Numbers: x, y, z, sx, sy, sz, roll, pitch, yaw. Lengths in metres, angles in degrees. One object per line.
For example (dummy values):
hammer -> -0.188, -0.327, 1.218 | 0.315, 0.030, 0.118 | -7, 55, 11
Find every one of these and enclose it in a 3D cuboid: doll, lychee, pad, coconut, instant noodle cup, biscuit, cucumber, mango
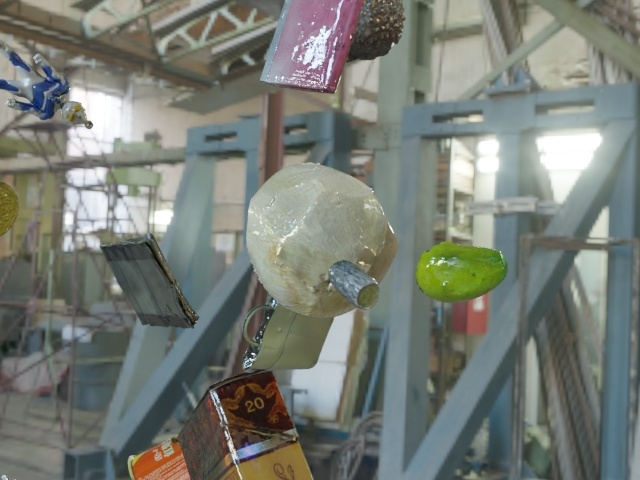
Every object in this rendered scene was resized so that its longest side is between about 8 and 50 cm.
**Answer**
doll -> -0.514, -0.276, 1.579 | 0.227, 0.114, 0.057 | 31, -8, -31
lychee -> 0.090, -0.632, 2.366 | 0.300, 0.300, 0.300 | 2, -3, 0
pad -> -0.299, 0.073, 1.462 | 0.022, 0.174, 0.233 | -34, 16, -31
coconut -> 0.000, 0.000, 1.981 | 0.346, 0.346, 0.360 | 4, 14, -30
instant noodle cup -> -0.267, 0.487, 1.764 | 0.174, 0.213, 0.213 | -33, -1, -3
biscuit -> -0.439, -0.041, 1.130 | 0.023, 0.084, 0.084 | 24, 11, 38
cucumber -> 0.057, 0.078, 1.542 | 0.064, 0.064, 0.112 | 4, 20, -34
mango -> 0.273, 0.064, 1.653 | 0.178, 0.100, 0.119 | -7, -47, 7

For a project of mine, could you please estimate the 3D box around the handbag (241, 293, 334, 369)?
handbag -> -0.109, 0.220, 2.188 | 0.109, 0.241, 0.315 | 21, 2, 41

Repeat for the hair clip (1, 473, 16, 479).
hair clip -> -0.583, 0.506, 1.662 | 0.115, 0.030, 0.039 | 48, 12, 22

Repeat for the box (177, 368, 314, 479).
box -> -0.089, 0.438, 1.334 | 0.116, 0.415, 0.264 | -12, -24, -26

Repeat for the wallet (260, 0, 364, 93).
wallet -> 0.004, -0.306, 1.102 | 0.119, 0.232, 0.025 | 16, -3, 36
